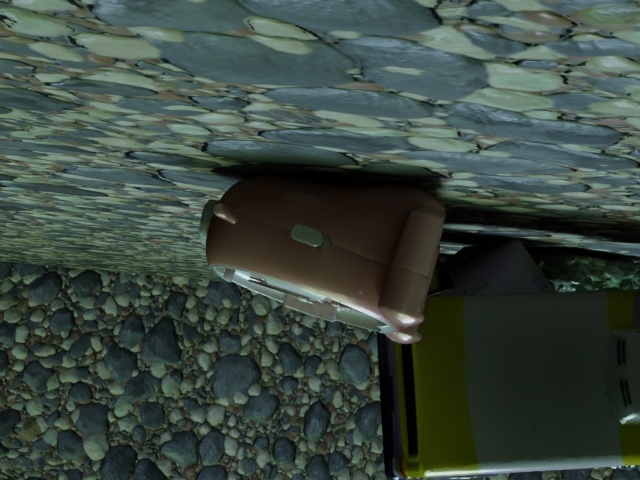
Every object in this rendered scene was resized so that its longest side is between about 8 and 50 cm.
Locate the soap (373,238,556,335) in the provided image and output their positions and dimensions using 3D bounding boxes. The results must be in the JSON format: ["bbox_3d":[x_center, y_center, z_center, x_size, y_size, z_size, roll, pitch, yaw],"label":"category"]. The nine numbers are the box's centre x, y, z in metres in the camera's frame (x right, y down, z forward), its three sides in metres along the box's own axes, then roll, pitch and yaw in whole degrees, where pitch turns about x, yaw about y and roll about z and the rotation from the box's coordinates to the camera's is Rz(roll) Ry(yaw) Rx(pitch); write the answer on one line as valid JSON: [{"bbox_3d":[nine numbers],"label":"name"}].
[{"bbox_3d":[0.197,0.104,1.726,0.199,0.138,0.182,-35,-174,-17],"label":"soap"}]

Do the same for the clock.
[{"bbox_3d":[0.000,0.000,1.267,0.241,0.142,0.227,14,171,7],"label":"clock"}]

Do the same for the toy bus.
[{"bbox_3d":[0.300,0.161,1.463,0.440,0.209,0.249,-1,170,-7],"label":"toy bus"}]

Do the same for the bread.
[{"bbox_3d":[0.351,0.049,1.791,0.232,0.064,0.172,4,178,16],"label":"bread"}]

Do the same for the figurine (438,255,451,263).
[{"bbox_3d":[0.186,0.072,2.083,0.178,0.114,0.144,-7,171,30],"label":"figurine"}]

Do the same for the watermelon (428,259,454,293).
[{"bbox_3d":[0.094,0.030,1.570,0.145,0.137,0.193,-24,129,33],"label":"watermelon"}]
